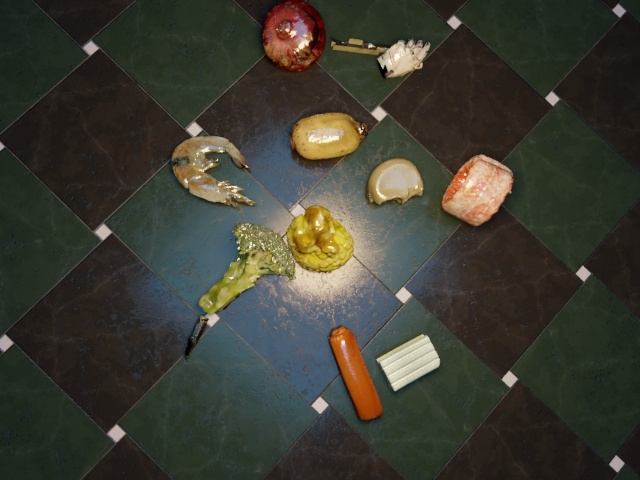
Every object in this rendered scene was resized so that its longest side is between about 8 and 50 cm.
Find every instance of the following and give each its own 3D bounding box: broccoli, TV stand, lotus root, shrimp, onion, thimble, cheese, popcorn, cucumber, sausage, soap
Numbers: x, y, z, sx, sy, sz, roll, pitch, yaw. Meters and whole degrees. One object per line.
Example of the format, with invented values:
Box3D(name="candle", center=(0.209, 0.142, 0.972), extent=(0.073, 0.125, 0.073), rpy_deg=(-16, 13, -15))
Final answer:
Box3D(name="broccoli", center=(-0.281, 0.090, 1.418), extent=(0.362, 0.221, 0.251), rpy_deg=(-27, 112, -1))
Box3D(name="TV stand", center=(0.164, -0.756, 1.594), extent=(0.250, 0.036, 0.042), rpy_deg=(6, 83, -3))
Box3D(name="lotus root", center=(0.032, -0.383, 1.496), extent=(0.285, 0.146, 0.159), rpy_deg=(-10, 105, 2))
Box3D(name="shrimp", center=(-0.374, -0.250, 1.494), extent=(0.361, 0.085, 0.246), rpy_deg=(35, 77, 4))
Box3D(name="onion", center=(-0.102, -0.750, 1.501), extent=(0.247, 0.190, 0.245), rpy_deg=(1, 99, 7))
Box3D(name="thimble", center=(0.563, -0.180, 1.469), extent=(0.162, 0.239, 0.239), rpy_deg=(31, 83, 0))
Box3D(name="cheese", center=(0.264, -0.209, 1.518), extent=(0.203, 0.091, 0.175), rpy_deg=(-26, 87, -4))
Box3D(name="popcorn", center=(0.000, 0.000, 1.403), extent=(0.206, 0.251, 0.236), rpy_deg=(-29, 90, -12))
Box3D(name="cucumber", center=(-0.447, 0.343, 1.445), extent=(0.039, 0.043, 0.163), rpy_deg=(20, 80, 36))
Box3D(name="sausage", center=(0.123, 0.476, 1.437), extent=(0.097, 0.094, 0.347), rpy_deg=(-22, 86, -2))
Box3D(name="soap", center=(0.317, 0.435, 1.467), extent=(0.198, 0.066, 0.118), rpy_deg=(-27, 88, -6))

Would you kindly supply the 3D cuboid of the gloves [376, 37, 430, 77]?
Box3D(name="gloves", center=(0.325, -0.697, 1.555), extent=(0.212, 0.111, 0.127), rpy_deg=(-26, 106, 6))
